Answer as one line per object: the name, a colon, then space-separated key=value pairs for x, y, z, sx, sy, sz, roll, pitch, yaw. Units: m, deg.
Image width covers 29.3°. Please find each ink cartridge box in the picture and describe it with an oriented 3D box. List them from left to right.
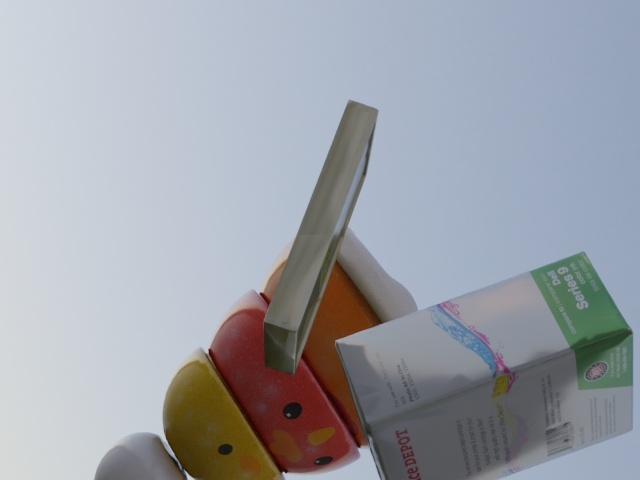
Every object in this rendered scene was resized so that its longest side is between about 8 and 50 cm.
ink cartridge box: x=0.132 y=0.117 z=0.974 sx=0.154 sy=0.212 sz=0.093 roll=72 pitch=-4 yaw=-51

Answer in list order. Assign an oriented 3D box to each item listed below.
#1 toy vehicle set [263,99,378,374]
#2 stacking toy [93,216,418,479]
toy vehicle set: x=0.000 y=0.000 z=1.325 sx=0.035 sy=0.267 sz=0.166 roll=18 pitch=-22 yaw=5
stacking toy: x=-0.082 y=0.223 z=1.611 sx=0.351 sy=0.480 sz=0.350 roll=55 pitch=-5 yaw=6
